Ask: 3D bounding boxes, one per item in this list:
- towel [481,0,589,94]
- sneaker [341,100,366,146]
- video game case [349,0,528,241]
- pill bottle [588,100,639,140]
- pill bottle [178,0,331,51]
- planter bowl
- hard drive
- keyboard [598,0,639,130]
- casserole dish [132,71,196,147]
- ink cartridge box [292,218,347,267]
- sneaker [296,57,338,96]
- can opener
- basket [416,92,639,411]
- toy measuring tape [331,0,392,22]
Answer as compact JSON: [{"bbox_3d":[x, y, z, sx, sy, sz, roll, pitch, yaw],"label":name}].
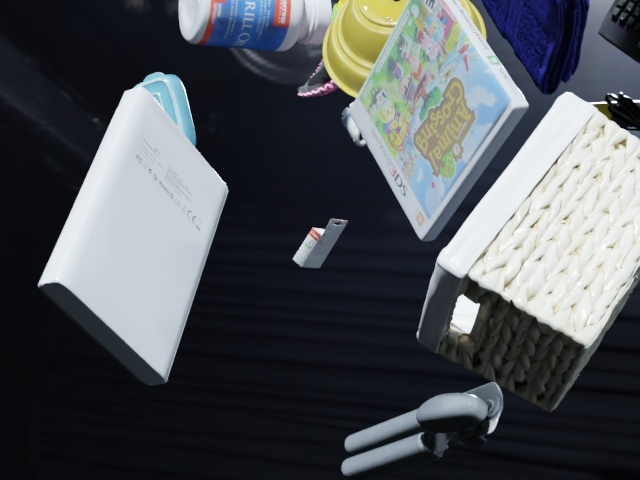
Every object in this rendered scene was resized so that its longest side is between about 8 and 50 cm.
[{"bbox_3d":[0.355,-0.426,1.778,0.227,0.076,0.308,92,160,-51],"label":"towel"},{"bbox_3d":[0.120,-0.224,1.761,0.071,0.191,0.083,29,-149,-36],"label":"sneaker"},{"bbox_3d":[0.114,-0.137,1.104,0.193,0.023,0.212,63,144,28],"label":"video game case"},{"bbox_3d":[0.431,-0.144,1.479,0.103,0.184,0.103,-3,-90,-89],"label":"pill bottle"},{"bbox_3d":[-0.100,-0.361,1.655,0.124,0.222,0.124,179,90,-65],"label":"pill bottle"},{"bbox_3d":[0.103,-0.285,1.362,0.090,0.217,0.217,73,-152,-58],"label":"planter bowl"},{"bbox_3d":[-0.212,-0.009,1.274,0.203,0.040,0.307,52,-142,-38],"label":"hard drive"},{"bbox_3d":[0.425,-0.171,1.175,0.033,0.317,0.201,-1,-54,-37],"label":"keyboard"},{"bbox_3d":[-0.304,-0.230,2.003,0.037,0.114,0.188,9,-114,-72],"label":"casserole dish"},{"bbox_3d":[0.000,0.000,2.053,0.063,0.029,0.115,6,-60,-56],"label":"ink cartridge box"},{"bbox_3d":[0.010,-0.265,1.679,0.047,0.119,0.057,-22,-87,-61],"label":"sneaker"},{"bbox_3d":[0.123,0.245,1.371,0.093,0.280,0.074,32,-132,-24],"label":"can opener"},{"bbox_3d":[0.152,0.009,0.677,0.167,0.103,0.113,-50,-18,-28],"label":"basket"},{"bbox_3d":[0.056,-0.427,2.003,0.330,0.121,0.121,-116,18,-57],"label":"toy measuring tape"}]
